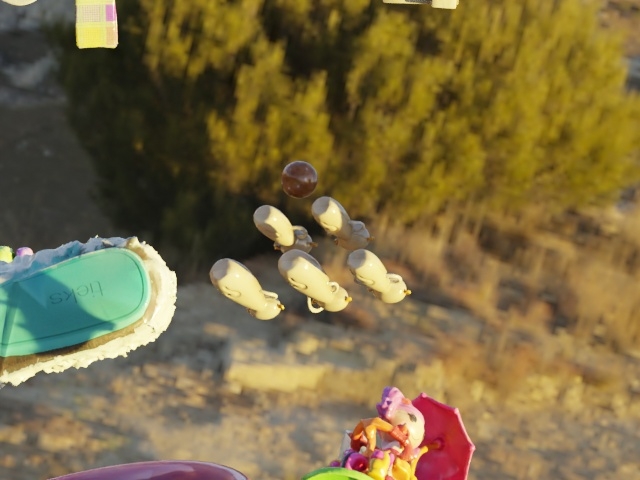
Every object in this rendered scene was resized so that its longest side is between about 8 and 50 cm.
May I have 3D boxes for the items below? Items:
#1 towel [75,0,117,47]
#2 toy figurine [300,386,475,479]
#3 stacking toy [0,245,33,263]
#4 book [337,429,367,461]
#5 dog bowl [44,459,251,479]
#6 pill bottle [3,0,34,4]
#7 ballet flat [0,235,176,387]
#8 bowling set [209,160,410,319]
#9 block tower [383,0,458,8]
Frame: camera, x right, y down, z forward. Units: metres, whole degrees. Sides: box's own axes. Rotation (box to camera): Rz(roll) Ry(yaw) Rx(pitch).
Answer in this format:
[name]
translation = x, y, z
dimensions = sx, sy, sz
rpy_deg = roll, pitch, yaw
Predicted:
[towel]
translation = -0.324, -0.318, 2.161
dimensions = 0.060, 0.083, 0.009
rpy_deg = -5, 15, -15
[toy figurine]
translation = 0.057, 0.175, 1.135
dimensions = 0.130, 0.173, 0.159
rpy_deg = -16, 33, 28
[stacking toy]
translation = -0.433, 0.065, 2.057
dimensions = 0.301, 0.175, 0.166
rpy_deg = -11, 14, -7
[book]
translation = 0.039, 0.320, 1.855
dimensions = 0.035, 0.144, 0.096
rpy_deg = 7, 15, -24
[dog bowl]
translation = -0.201, 0.305, 1.215
dimensions = 0.407, 0.150, 0.408
rpy_deg = -11, 9, 2
[pill bottle]
translation = -0.325, -0.384, 1.857
dimensions = 0.131, 0.131, 0.229
rpy_deg = 17, 38, 16
[ballet flat]
translation = -0.330, 0.095, 1.446
dimensions = 0.408, 0.147, 0.147
rpy_deg = -10, 8, 4
[bowling set]
translation = 0.000, 0.000, 2.135
dimensions = 0.287, 0.200, 0.154
rpy_deg = -2, -26, 28
[block tower]
translation = 0.134, -0.363, 1.853
dimensions = 0.097, 0.091, 0.335
rpy_deg = 3, 19, 6
